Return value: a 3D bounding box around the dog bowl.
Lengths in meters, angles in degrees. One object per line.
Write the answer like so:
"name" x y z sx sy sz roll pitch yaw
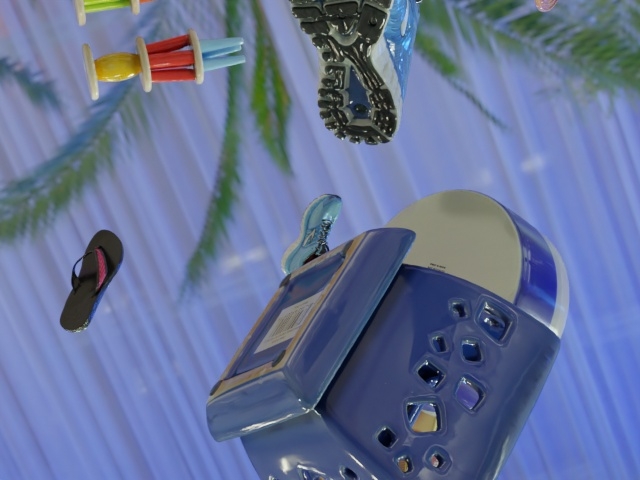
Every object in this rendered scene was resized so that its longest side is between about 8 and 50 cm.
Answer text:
"dog bowl" 0.160 0.075 1.620 0.265 0.104 0.265 -24 -130 32

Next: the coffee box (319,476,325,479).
"coffee box" -0.003 0.421 1.922 0.141 0.098 0.246 26 -129 31

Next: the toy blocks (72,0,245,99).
"toy blocks" -0.149 -0.201 1.237 0.148 0.123 0.054 -11 -165 -13

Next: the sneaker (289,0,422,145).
"sneaker" 0.044 -0.276 1.564 0.129 0.330 0.147 7 -134 14

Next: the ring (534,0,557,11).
"ring" 0.373 -0.529 2.110 0.032 0.337 0.336 12 -153 19

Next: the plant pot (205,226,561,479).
"plant pot" 0.043 0.135 1.238 0.236 0.212 0.236 -56 -166 -30

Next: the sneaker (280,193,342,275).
"sneaker" 0.000 0.000 2.245 0.063 0.162 0.073 18 -169 -41

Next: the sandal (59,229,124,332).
"sandal" -0.343 0.053 1.995 0.067 0.040 0.179 -1 -127 25

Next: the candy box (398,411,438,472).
"candy box" 0.110 0.357 2.168 0.183 0.316 0.087 11 173 37
